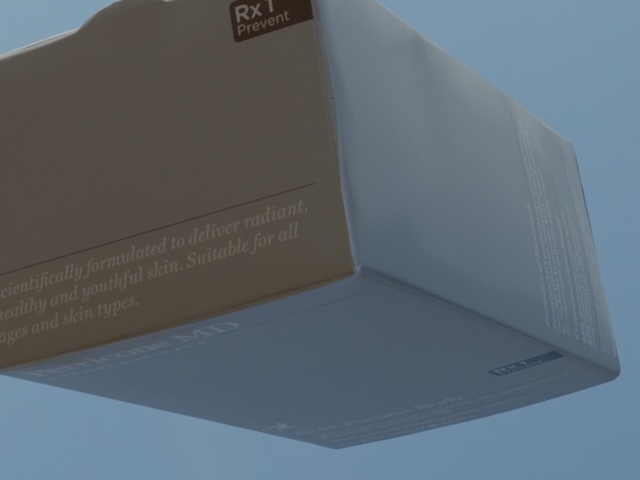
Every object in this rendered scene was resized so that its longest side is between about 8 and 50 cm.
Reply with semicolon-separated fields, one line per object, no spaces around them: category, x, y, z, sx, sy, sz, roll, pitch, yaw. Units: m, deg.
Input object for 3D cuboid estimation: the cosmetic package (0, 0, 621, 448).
cosmetic package;0.000;0.000;0.618;0.127;0.238;0.107;-17;-105;24
